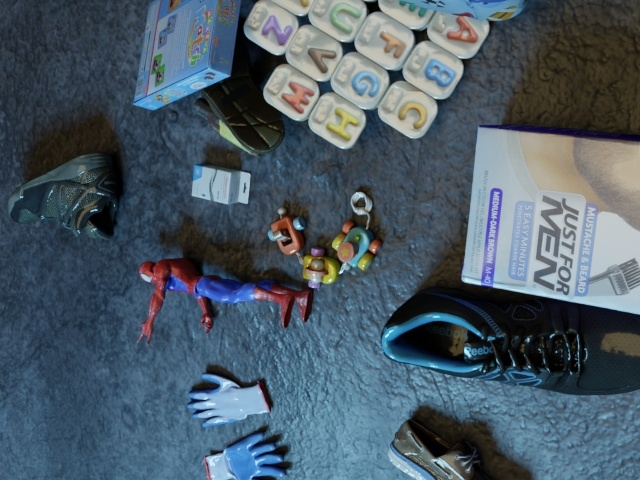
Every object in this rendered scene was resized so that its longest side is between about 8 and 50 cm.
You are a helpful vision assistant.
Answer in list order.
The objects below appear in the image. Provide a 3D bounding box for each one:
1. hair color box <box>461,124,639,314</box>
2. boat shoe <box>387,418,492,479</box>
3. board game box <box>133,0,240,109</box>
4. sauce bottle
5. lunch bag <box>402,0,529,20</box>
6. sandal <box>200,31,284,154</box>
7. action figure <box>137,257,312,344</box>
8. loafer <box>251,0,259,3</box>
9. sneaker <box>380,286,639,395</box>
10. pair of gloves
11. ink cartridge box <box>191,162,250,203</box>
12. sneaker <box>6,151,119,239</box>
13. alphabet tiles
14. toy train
[{"bbox_3d":[0.337,-0.022,0.876,0.338,0.110,0.185,9,102,26],"label":"hair color box"},{"bbox_3d":[0.174,0.298,1.048,0.183,0.066,0.066,24,109,23],"label":"boat shoe"},{"bbox_3d":[-0.181,-0.276,1.082,0.211,0.039,0.160,-7,73,52],"label":"board game box"},{"bbox_3d":[-0.128,-0.164,1.143,0.128,0.042,0.042,31,113,19],"label":"sauce bottle"},{"bbox_3d":[0.121,-0.393,0.896,0.303,0.115,0.243,21,97,16],"label":"lunch bag"},{"bbox_3d":[-0.115,-0.205,1.114,0.090,0.060,0.219,-32,72,-6],"label":"sandal"},{"bbox_3d":[-0.161,0.105,1.181,0.280,0.091,0.139,16,98,26],"label":"action figure"},{"bbox_3d":[-0.061,-0.418,1.037,0.076,0.078,0.223,14,106,24],"label":"loafer"},{"bbox_3d":[0.235,0.129,0.940,0.340,0.139,0.125,0,98,28],"label":"sneaker"},{"bbox_3d":[-0.134,0.297,1.244,0.159,0.023,0.198,-15,93,30],"label":"pair of gloves"},{"bbox_3d":[-0.146,-0.082,1.176,0.083,0.028,0.048,13,106,26],"label":"ink cartridge box"},{"bbox_3d":[-0.415,-0.046,1.298,0.227,0.087,0.130,-20,83,25],"label":"sneaker"},{"bbox_3d":[0.051,-0.264,0.996,0.278,0.021,0.284,34,102,9],"label":"alphabet tiles"},{"bbox_3d":[0.000,0.000,1.100,0.166,0.046,0.125,-18,90,31],"label":"toy train"}]
